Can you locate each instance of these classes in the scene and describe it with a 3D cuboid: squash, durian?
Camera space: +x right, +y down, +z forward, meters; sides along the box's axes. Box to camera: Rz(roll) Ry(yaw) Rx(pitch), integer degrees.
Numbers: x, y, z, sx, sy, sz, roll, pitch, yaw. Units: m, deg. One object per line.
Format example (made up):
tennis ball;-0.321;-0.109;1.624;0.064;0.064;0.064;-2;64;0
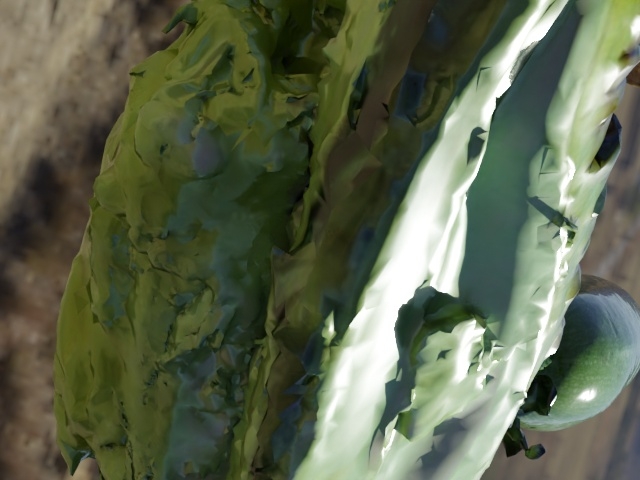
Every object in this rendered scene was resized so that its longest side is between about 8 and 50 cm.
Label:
squash;0.156;0.069;1.169;0.378;0.101;0.101;5;101;-72
durian;0.007;0.003;0.407;0.132;0.106;0.375;-11;129;-38

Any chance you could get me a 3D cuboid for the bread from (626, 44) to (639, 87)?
bread;0.134;-0.091;0.637;0.085;0.053;0.085;179;-90;-68
